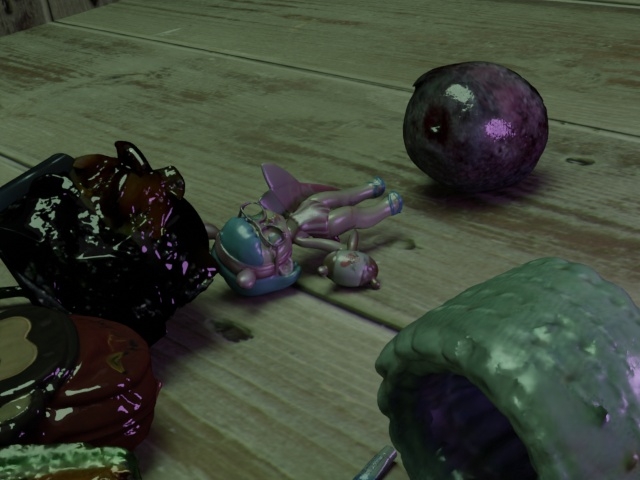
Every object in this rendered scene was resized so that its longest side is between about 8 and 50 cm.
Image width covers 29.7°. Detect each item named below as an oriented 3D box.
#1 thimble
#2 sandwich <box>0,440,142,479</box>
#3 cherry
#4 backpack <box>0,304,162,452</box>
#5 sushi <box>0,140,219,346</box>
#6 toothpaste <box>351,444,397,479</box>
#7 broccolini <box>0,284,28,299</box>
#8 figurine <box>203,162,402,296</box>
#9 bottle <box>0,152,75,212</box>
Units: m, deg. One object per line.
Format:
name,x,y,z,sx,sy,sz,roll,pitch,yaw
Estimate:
thimble,0.161,0.133,0.930,0.172,0.205,0.250,-22,31,-23
sandwich,-0.227,0.245,0.987,0.184,0.109,0.160,-9,43,-1
cherry,0.200,-0.149,1.600,0.195,0.195,0.195,-9,23,4
backpack,-0.259,0.151,1.148,0.229,0.139,0.229,-4,28,2
sushi,-0.231,0.006,1.357,0.212,0.215,0.227,-37,6,-5
toothpaste,0.037,0.209,1.055,0.024,0.015,0.083,10,36,37
broccolini,-0.420,0.067,1.538,0.239,0.051,0.054,-7,14,3
figurine,-0.006,0.004,1.467,0.260,0.103,0.205,-22,62,-30
bottle,-0.449,-0.051,1.785,0.082,0.072,0.244,-39,3,37
